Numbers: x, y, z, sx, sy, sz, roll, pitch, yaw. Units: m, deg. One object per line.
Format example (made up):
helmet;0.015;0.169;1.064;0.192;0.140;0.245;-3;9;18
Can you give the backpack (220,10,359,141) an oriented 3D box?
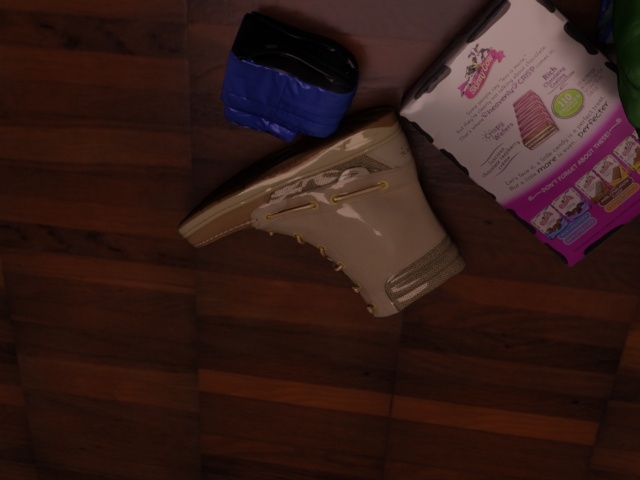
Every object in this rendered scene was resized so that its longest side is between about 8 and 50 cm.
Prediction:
backpack;-0.028;-0.150;0.668;0.120;0.098;0.101;15;138;-7

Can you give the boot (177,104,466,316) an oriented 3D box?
boot;0.000;0.000;0.736;0.262;0.095;0.203;-25;110;15

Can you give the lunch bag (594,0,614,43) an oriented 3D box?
lunch bag;0.311;-0.223;0.575;0.129;0.096;0.151;5;145;8

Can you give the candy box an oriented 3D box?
candy box;0.212;-0.109;0.657;0.233;0.071;0.159;40;116;-11

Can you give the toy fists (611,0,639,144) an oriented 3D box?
toy fists;0.311;-0.115;0.532;0.096;0.279;0.142;-4;74;46
